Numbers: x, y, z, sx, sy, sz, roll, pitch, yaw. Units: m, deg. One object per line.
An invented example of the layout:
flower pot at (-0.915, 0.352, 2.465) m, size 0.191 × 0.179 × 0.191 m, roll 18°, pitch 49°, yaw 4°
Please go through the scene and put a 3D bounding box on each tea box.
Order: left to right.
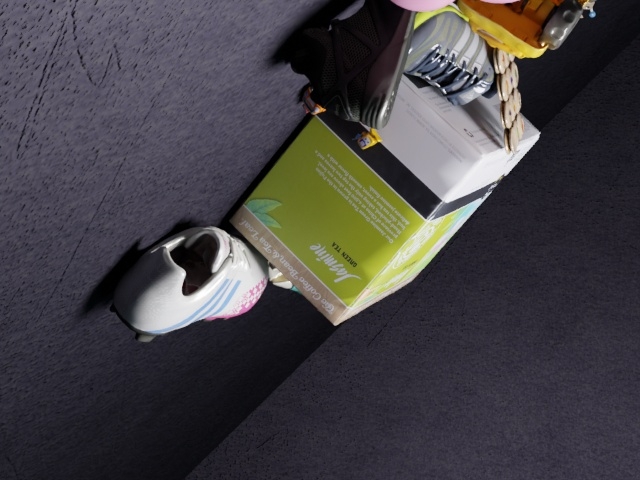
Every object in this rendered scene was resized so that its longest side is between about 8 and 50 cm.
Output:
tea box at (0.099, -0.091, 1.944) m, size 0.323 × 0.220 × 0.329 m, roll -49°, pitch 169°, yaw 23°

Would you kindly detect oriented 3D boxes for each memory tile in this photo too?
memory tile at (0.253, -0.196, 1.823) m, size 0.012 × 0.148 × 0.113 m, roll -3°, pitch -162°, yaw 19°

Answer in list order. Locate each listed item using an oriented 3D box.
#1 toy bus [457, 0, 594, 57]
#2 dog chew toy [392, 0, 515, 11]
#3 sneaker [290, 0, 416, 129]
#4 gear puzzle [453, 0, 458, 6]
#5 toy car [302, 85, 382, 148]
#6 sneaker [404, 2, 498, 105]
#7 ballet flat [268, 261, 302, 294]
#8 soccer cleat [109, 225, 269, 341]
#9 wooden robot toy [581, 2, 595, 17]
toy bus at (0.264, -0.308, 1.728) m, size 0.220 × 0.149 × 0.211 m, roll -52°, pitch 173°, yaw -19°
dog chew toy at (0.194, -0.335, 1.378) m, size 0.332 × 0.206 × 0.206 m, roll -22°, pitch 174°, yaw 11°
sneaker at (0.043, -0.242, 1.559) m, size 0.087 × 0.130 × 0.227 m, roll 90°, pitch 17°, yaw -69°
gear puzzle at (0.177, -0.338, 1.782) m, size 0.175 × 0.044 × 0.339 m, roll -44°, pitch 170°, yaw -10°
toy car at (0.020, -0.151, 1.736) m, size 0.040 × 0.122 × 0.060 m, roll -33°, pitch -162°, yaw 32°
sneaker at (0.165, -0.237, 1.758) m, size 0.111 × 0.121 × 0.300 m, roll -33°, pitch 171°, yaw 32°
ballet flat at (-0.050, 0.032, 2.281) m, size 0.087 × 0.083 × 0.247 m, roll -16°, pitch 161°, yaw -16°
soccer cleat at (-0.139, 0.037, 1.791) m, size 0.143 × 0.116 × 0.331 m, roll -50°, pitch 169°, yaw 27°
wooden robot toy at (0.474, -0.467, 2.465) m, size 0.173 × 0.076 × 0.079 m, roll 89°, pitch 12°, yaw -76°
